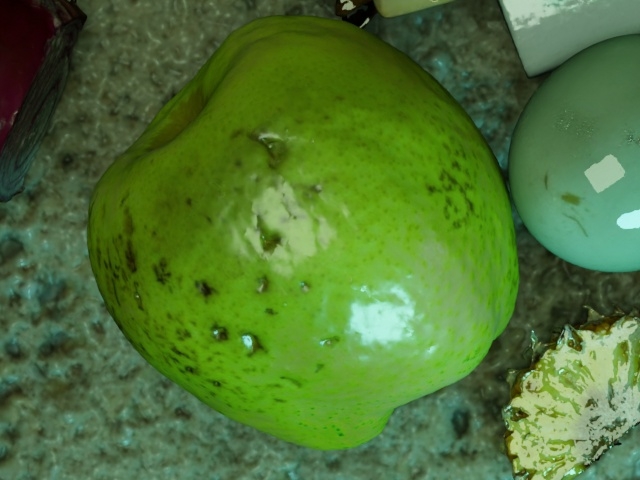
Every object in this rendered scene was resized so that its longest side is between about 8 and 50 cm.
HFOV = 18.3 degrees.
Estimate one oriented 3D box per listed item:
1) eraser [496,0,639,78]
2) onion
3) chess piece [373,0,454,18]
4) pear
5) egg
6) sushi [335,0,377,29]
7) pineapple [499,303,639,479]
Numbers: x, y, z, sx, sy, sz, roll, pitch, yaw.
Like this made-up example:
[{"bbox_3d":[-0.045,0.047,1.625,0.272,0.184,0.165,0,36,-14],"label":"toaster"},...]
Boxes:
[{"bbox_3d":[0.295,-0.286,1.848,0.290,0.104,0.189,-20,92,7],"label":"eraser"},{"bbox_3d":[-0.355,-0.156,1.873,0.207,0.206,0.216,18,93,6],"label":"onion"},{"bbox_3d":[0.177,-0.291,1.762,0.300,0.137,0.137,-18,89,12],"label":"chess piece"},{"bbox_3d":[0.000,0.000,1.770,0.391,0.391,0.391,0,92,7],"label":"pear"},{"bbox_3d":[0.278,-0.079,1.773,0.203,0.282,0.203,12,114,28],"label":"egg"},{"bbox_3d":[0.006,-0.340,1.855,0.140,0.149,0.287,-27,94,10],"label":"sushi"},{"bbox_3d":[0.238,0.138,1.878,0.135,0.079,0.233,45,95,1],"label":"pineapple"}]
